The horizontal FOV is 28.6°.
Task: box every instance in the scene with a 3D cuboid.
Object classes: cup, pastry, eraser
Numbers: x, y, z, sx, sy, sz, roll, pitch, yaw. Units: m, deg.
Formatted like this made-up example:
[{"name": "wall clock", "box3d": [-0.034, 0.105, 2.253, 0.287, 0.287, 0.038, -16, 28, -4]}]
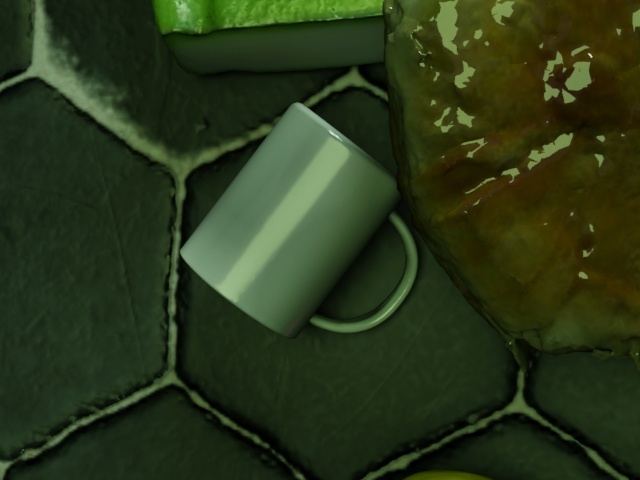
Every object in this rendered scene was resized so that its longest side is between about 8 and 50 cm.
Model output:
[{"name": "cup", "box3d": [-0.007, -0.006, 0.853, 0.133, 0.136, 0.099, -53, 44, 4]}, {"name": "pastry", "box3d": [0.188, -0.081, 0.752, 0.330, 0.136, 0.329, -1, 101, -4]}, {"name": "eraser", "box3d": [-0.019, -0.259, 0.865, 0.210, 0.092, 0.274, -4, 84, 13]}]

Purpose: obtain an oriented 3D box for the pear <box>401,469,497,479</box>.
[{"name": "pear", "box3d": [0.088, 0.221, 0.783, 0.162, 0.149, 0.148, 32, 94, -7]}]
